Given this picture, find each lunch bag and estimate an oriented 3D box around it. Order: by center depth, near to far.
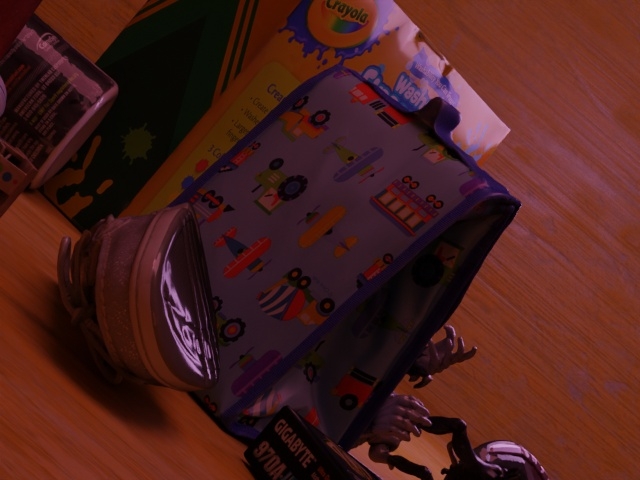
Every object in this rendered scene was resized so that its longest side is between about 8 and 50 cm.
[{"bbox_3d":[0.000,0.000,1.494,0.138,0.293,0.221,39,3,-46],"label":"lunch bag"}]

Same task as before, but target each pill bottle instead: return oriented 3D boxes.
[{"bbox_3d":[-0.316,-0.171,1.767,0.245,0.130,0.130,41,1,-2],"label":"pill bottle"}]

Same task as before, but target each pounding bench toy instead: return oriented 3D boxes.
[{"bbox_3d":[-0.261,-0.063,1.436,0.065,0.052,0.083,39,2,-31],"label":"pounding bench toy"}]

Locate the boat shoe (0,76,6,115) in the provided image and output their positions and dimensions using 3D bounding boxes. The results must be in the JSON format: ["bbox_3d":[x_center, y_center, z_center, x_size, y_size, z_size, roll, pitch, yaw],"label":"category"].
[{"bbox_3d":[-0.306,-0.107,1.524,0.076,0.083,0.226,68,10,14],"label":"boat shoe"}]

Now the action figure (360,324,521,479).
[{"bbox_3d":[0.069,0.144,1.711,0.276,0.164,0.141,46,-45,-12],"label":"action figure"}]

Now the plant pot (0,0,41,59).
[{"bbox_3d":[-0.250,-0.180,1.024,0.272,0.265,0.272,40,1,-1],"label":"plant pot"}]

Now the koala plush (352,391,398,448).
[{"bbox_3d":[0.012,0.047,1.858,0.196,0.221,0.203,39,1,-24],"label":"koala plush"}]

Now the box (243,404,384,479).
[{"bbox_3d":[0.054,0.211,1.272,0.175,0.051,0.220,40,1,-25],"label":"box"}]

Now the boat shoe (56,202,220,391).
[{"bbox_3d":[-0.125,0.036,1.266,0.320,0.103,0.118,-111,-170,-80],"label":"boat shoe"}]

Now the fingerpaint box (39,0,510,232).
[{"bbox_3d":[-0.046,-0.103,2.007,0.163,0.371,0.445,41,2,34],"label":"fingerpaint box"}]

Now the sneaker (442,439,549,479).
[{"bbox_3d":[0.245,0.320,2.045,0.162,0.106,0.281,45,4,40],"label":"sneaker"}]
